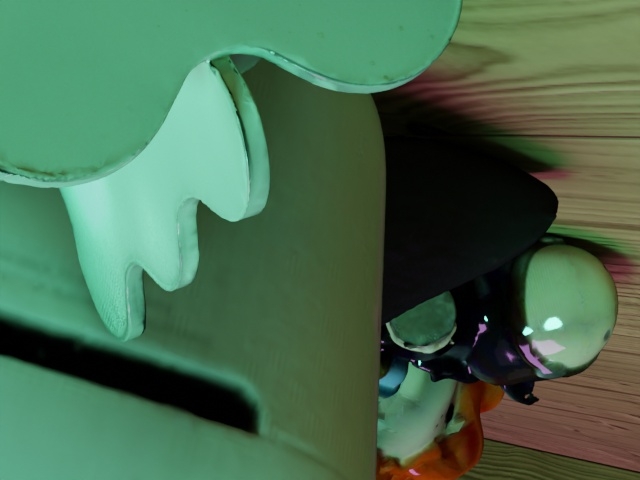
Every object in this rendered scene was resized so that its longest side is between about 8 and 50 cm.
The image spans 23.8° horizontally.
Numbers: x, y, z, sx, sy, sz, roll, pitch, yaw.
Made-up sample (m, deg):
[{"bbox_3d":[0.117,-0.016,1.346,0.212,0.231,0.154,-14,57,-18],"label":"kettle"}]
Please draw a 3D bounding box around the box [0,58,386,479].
[{"bbox_3d":[-0.111,0.016,0.611,0.288,0.349,0.141,20,138,-17],"label":"box"}]

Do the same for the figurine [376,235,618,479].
[{"bbox_3d":[0.034,0.070,1.093,0.306,0.241,0.412,-5,161,-25],"label":"figurine"}]

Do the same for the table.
[{"bbox_3d":[-0.069,-0.062,0.446,0.166,0.167,0.198,18,161,-12],"label":"table"}]

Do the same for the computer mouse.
[{"bbox_3d":[0.000,0.000,0.813,0.147,0.264,0.088,14,132,58],"label":"computer mouse"}]
